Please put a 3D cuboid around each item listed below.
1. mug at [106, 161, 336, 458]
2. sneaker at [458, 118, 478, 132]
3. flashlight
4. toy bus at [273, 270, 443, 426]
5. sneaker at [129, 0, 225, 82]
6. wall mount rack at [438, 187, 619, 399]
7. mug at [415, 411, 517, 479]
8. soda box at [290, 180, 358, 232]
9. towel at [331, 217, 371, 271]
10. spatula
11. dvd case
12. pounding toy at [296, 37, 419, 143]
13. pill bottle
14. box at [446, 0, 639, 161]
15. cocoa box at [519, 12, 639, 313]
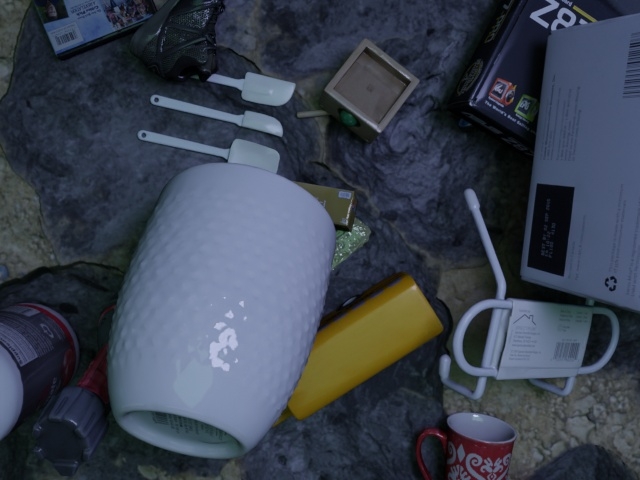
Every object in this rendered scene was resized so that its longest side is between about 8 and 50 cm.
[{"bbox_3d":[-0.155,0.130,0.858,0.276,0.374,0.328,21,53,-11],"label":"mug"},{"bbox_3d":[0.267,-0.253,0.998,0.073,0.063,0.162,29,89,16],"label":"sneaker"},{"bbox_3d":[-0.312,0.181,0.873,0.103,0.304,0.103,41,109,-13],"label":"flashlight"},{"bbox_3d":[0.023,0.182,0.970,0.333,0.130,0.108,-32,93,1],"label":"toy bus"},{"bbox_3d":[-0.181,-0.341,0.959,0.130,0.087,0.227,43,92,0],"label":"sneaker"},{"bbox_3d":[0.315,0.090,0.939,0.350,0.130,0.304,7,96,-30],"label":"wall mount rack"},{"bbox_3d":[0.242,0.384,1.011,0.150,0.113,0.169,11,99,42],"label":"mug"},{"bbox_3d":[-0.035,-0.060,0.970,0.181,0.061,0.058,11,83,11],"label":"soda box"},{"bbox_3d":[0.000,0.000,1.012,0.148,0.027,0.110,-43,92,2],"label":"towel"},{"bbox_3d":[-0.176,-0.206,1.002,0.242,0.019,0.168,12,93,-2],"label":"spatula"},{"bbox_3d":[-0.391,-0.444,0.985,0.180,0.022,0.253,-22,93,-1],"label":"dvd case"},{"bbox_3d":[0.057,-0.229,0.978,0.130,0.100,0.141,37,81,-3],"label":"pounding toy"},{"bbox_3d":[-0.488,0.200,0.867,0.176,0.318,0.176,0,94,-1],"label":"pill bottle"},{"bbox_3d":[0.439,-0.251,0.943,0.395,0.097,0.318,28,90,-14],"label":"box"},{"bbox_3d":[0.438,-0.096,0.786,0.228,0.231,0.347,1,99,-22],"label":"cocoa box"}]
